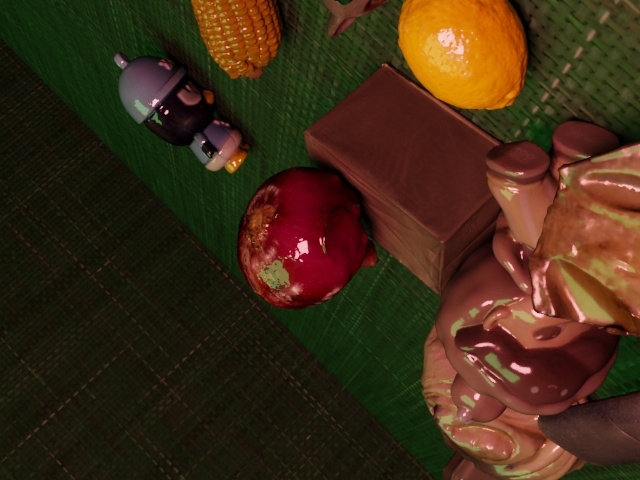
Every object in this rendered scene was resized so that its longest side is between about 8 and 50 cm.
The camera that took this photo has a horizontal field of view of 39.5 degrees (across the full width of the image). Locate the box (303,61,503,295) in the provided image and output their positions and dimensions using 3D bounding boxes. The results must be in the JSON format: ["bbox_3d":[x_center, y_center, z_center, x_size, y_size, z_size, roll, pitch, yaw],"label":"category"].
[{"bbox_3d":[0.117,-0.076,1.114,0.231,0.149,0.155,41,163,24],"label":"box"}]

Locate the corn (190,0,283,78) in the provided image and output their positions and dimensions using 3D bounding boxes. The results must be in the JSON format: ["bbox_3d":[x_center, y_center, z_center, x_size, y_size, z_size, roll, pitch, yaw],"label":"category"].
[{"bbox_3d":[-0.122,-0.336,1.164,0.119,0.119,0.322,37,162,30],"label":"corn"}]

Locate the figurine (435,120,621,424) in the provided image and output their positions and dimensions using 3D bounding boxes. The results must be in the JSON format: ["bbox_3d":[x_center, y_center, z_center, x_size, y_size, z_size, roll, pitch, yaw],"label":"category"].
[{"bbox_3d":[0.239,0.043,0.992,0.203,0.248,0.381,40,150,35],"label":"figurine"}]

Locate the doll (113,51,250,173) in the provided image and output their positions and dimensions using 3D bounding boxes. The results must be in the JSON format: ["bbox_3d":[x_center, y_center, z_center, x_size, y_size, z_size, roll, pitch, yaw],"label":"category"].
[{"bbox_3d":[-0.274,-0.256,1.736,0.314,0.141,0.177,38,-163,-15],"label":"doll"}]

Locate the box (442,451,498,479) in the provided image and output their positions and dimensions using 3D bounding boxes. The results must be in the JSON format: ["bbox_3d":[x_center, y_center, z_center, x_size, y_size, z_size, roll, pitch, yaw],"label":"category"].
[{"bbox_3d":[0.338,0.414,1.651,0.129,0.210,0.148,20,150,44],"label":"box"}]

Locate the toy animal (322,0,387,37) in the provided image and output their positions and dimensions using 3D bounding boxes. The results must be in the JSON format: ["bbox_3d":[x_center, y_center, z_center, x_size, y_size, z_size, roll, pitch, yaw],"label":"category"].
[{"bbox_3d":[0.030,-0.292,0.925,0.125,0.127,0.251,30,174,16],"label":"toy animal"}]

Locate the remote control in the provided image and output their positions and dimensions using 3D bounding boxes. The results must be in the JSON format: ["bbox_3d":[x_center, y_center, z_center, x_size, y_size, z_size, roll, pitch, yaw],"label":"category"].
[{"bbox_3d":[0.351,0.191,0.922,0.107,0.044,0.377,35,160,0],"label":"remote control"}]

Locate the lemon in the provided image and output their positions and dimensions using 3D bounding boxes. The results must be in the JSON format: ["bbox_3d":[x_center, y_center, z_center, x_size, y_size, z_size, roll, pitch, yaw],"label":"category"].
[{"bbox_3d":[0.139,-0.188,0.854,0.155,0.114,0.114,50,165,-25],"label":"lemon"}]

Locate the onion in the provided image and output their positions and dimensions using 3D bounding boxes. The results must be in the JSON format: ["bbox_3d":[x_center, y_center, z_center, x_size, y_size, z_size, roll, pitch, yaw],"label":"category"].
[{"bbox_3d":[0.008,-0.001,1.079,0.198,0.173,0.135,7,173,-30],"label":"onion"}]

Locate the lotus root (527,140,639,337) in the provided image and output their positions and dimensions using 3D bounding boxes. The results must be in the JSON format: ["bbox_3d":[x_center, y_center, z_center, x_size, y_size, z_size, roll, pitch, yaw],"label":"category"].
[{"bbox_3d":[0.352,0.023,0.756,0.314,0.210,0.142,28,-161,33],"label":"lotus root"}]

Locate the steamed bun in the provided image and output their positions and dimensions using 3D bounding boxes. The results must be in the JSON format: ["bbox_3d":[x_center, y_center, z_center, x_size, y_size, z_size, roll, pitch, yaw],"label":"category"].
[{"bbox_3d":[0.281,0.268,1.443,0.320,0.206,0.275,36,160,23],"label":"steamed bun"}]
